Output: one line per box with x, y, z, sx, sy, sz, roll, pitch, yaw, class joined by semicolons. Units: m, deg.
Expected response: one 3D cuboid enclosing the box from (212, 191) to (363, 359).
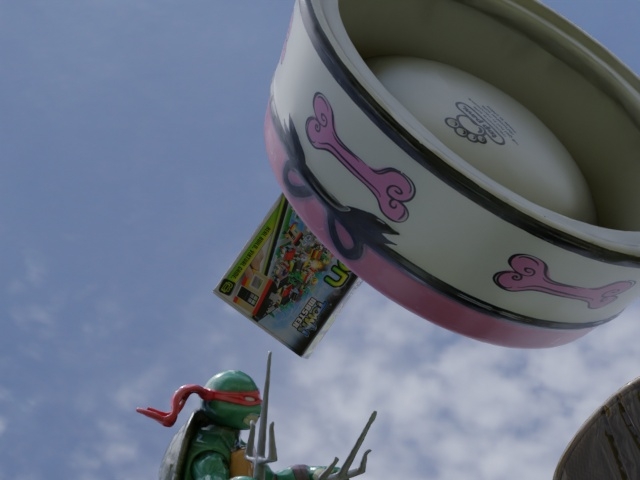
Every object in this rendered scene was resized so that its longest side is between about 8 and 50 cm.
0.000;0.000;1.578;0.114;0.036;0.207;35;-90;14;box

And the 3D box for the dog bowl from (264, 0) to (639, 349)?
0.132;-0.076;1.365;0.408;0.408;0.150;15;-54;-28;dog bowl

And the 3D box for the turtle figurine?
-0.049;0.169;1.004;0.175;0.118;0.234;-6;-73;-62;turtle figurine

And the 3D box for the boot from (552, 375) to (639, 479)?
0.223;0.081;0.731;0.165;0.213;0.077;12;-135;-50;boot
